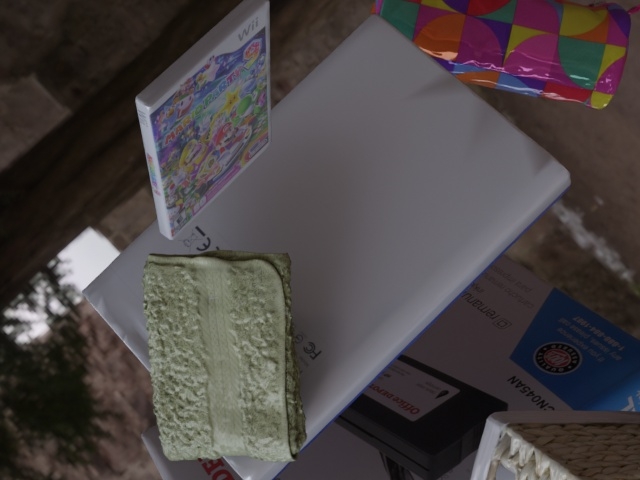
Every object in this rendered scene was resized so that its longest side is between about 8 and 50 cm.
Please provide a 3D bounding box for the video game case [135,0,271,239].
[{"bbox_3d":[-0.057,-0.061,0.573,0.011,0.087,0.122,35,155,17],"label":"video game case"}]

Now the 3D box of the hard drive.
[{"bbox_3d":[0.000,0.000,0.837,0.210,0.319,0.040,44,176,24],"label":"hard drive"}]

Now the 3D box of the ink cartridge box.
[{"bbox_3d":[0.077,0.198,0.997,0.285,0.395,0.166,39,154,56],"label":"ink cartridge box"}]

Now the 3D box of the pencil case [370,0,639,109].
[{"bbox_3d":[0.162,-0.186,0.997,0.236,0.104,0.104,11,-178,1],"label":"pencil case"}]

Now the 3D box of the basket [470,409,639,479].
[{"bbox_3d":[0.198,0.189,0.773,0.167,0.113,0.103,5,-168,-31],"label":"basket"}]

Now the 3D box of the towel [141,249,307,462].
[{"bbox_3d":[-0.067,0.079,0.750,0.027,0.110,0.148,-34,-59,-73],"label":"towel"}]
